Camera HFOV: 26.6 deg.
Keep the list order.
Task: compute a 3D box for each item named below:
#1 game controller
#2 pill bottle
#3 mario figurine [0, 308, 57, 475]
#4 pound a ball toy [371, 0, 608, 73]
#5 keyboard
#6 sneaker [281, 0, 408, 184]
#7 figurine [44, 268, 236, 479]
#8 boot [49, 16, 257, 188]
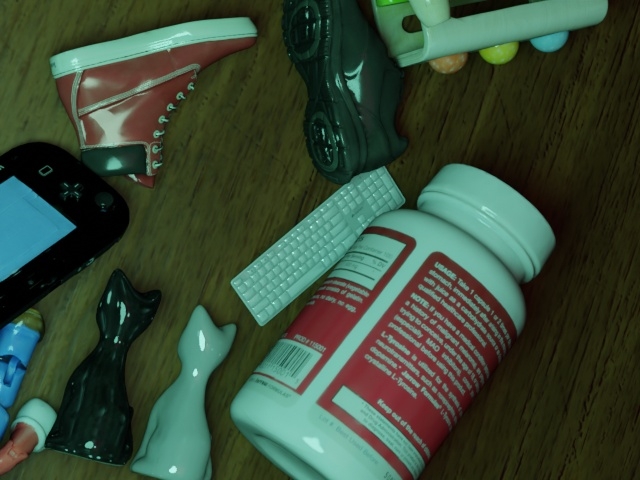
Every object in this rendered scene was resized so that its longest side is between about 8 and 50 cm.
[{"bbox_3d":[-0.358,0.010,1.439,0.166,0.067,0.319,43,53,9],"label":"game controller"},{"bbox_3d":[0.098,0.114,1.616,0.229,0.229,0.407,44,73,-18],"label":"pill bottle"},{"bbox_3d":[-0.409,0.222,1.469,0.198,0.170,0.320,9,72,12],"label":"mario figurine"},{"bbox_3d":[0.214,-0.287,1.683,0.319,0.208,0.135,-15,96,-24],"label":"pound a ball toy"},{"bbox_3d":[0.000,0.000,1.690,0.256,0.014,0.072,-41,105,-19],"label":"keyboard"},{"bbox_3d":[0.036,-0.219,1.671,0.130,0.109,0.286,-16,105,-30],"label":"sneaker"},{"bbox_3d":[-0.190,0.160,1.542,0.215,0.092,0.209,27,73,-45],"label":"figurine"},{"bbox_3d":[-0.174,-0.160,1.576,0.244,0.088,0.176,-18,97,-15],"label":"boot"}]
